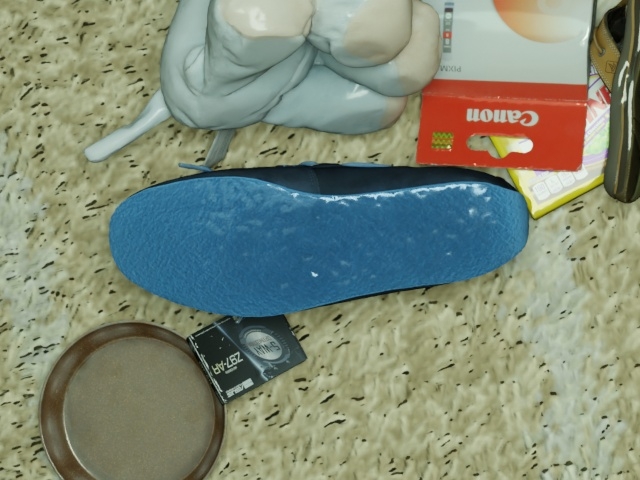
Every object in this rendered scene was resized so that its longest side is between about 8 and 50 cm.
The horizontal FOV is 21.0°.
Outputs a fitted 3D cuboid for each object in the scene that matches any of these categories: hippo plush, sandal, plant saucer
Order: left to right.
[{"bbox_3d":[-0.161,0.152,1.502,0.168,0.029,0.168,0,90,8],"label":"plant saucer"},{"bbox_3d":[-0.038,-0.215,1.426,0.234,0.294,0.236,6,66,-33],"label":"hippo plush"},{"bbox_3d":[0.248,-0.141,1.396,0.060,0.090,0.219,10,95,32],"label":"sandal"}]

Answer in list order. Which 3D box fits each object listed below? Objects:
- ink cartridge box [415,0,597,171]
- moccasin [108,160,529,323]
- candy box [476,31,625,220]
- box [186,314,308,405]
[{"bbox_3d":[0.151,-0.151,1.428,0.145,0.045,0.179,4,78,15],"label":"ink cartridge box"},{"bbox_3d":[0.000,0.000,1.439,0.342,0.117,0.137,2,102,4],"label":"moccasin"},{"bbox_3d":[0.244,-0.111,1.440,0.206,0.027,0.105,-29,81,8],"label":"candy box"},{"bbox_3d":[-0.063,0.093,1.477,0.083,0.018,0.067,-27,85,-15],"label":"box"}]
